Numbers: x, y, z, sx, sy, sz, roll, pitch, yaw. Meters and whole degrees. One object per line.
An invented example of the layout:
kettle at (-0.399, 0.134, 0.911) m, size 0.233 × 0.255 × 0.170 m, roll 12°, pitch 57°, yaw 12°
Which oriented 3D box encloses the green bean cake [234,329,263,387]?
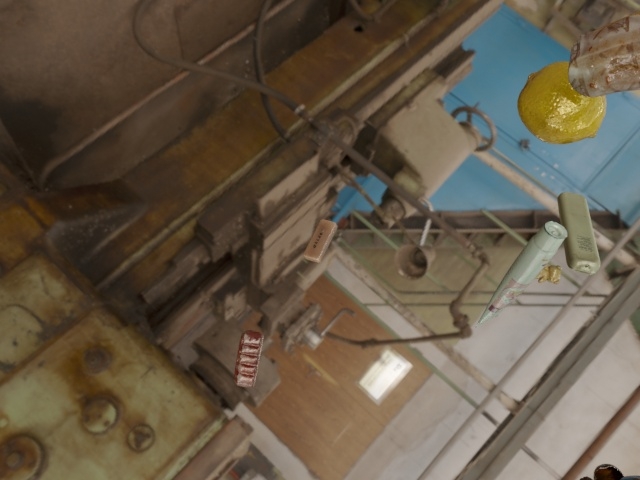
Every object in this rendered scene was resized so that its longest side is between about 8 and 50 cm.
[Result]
green bean cake at (-0.177, 0.288, 1.389) m, size 0.135 × 0.056 × 0.135 m, roll 109°, pitch -9°, yaw -80°

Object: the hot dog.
hot dog at (0.582, -0.342, 1.026) m, size 0.075 × 0.144 × 0.268 m, roll -40°, pitch -154°, yaw -29°

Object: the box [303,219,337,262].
box at (0.000, 0.000, 1.429) m, size 0.115 × 0.048 × 0.025 m, roll -63°, pitch 149°, yaw -22°

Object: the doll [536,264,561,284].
doll at (0.605, 0.085, 1.513) m, size 0.093 × 0.051 × 0.061 m, roll 10°, pitch 83°, yaw -40°

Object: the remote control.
remote control at (0.730, -0.029, 1.599) m, size 0.038 × 0.090 × 0.309 m, roll 100°, pitch 2°, yaw -47°

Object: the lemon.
lemon at (0.548, -0.306, 1.279) m, size 0.178 × 0.203 × 0.178 m, roll -42°, pitch 175°, yaw -5°

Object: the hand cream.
hand cream at (0.436, 0.084, 1.254) m, size 0.085 × 0.058 × 0.331 m, roll -24°, pitch 151°, yaw -33°

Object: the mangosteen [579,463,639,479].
mangosteen at (0.650, 0.592, 1.181) m, size 0.228 × 0.228 × 0.265 m, roll -48°, pitch -150°, yaw -4°
